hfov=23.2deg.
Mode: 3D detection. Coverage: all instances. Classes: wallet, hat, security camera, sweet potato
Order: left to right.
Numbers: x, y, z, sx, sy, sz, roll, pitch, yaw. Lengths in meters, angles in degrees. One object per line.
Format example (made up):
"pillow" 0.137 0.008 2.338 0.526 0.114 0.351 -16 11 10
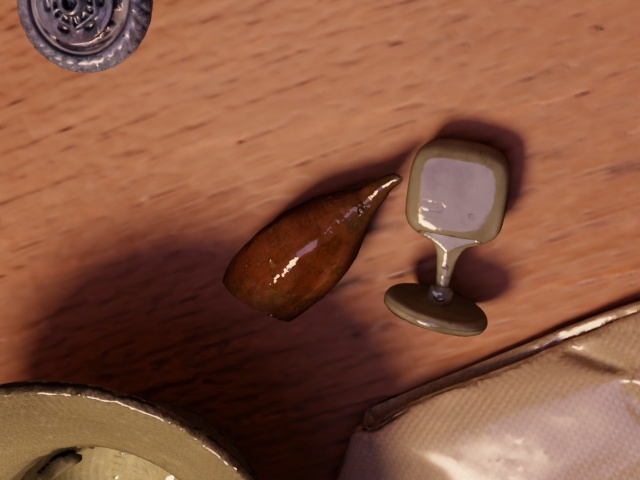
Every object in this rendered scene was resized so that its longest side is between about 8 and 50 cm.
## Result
"hat" -0.103 0.162 0.846 0.257 0.130 0.257 7 115 14
"sweet potato" 0.000 0.000 0.789 0.049 0.049 0.117 47 121 -6
"security camera" 0.067 -0.005 0.774 0.058 0.058 0.092 17 104 9
"wallet" 0.154 0.198 0.825 0.274 0.068 0.335 -14 102 18

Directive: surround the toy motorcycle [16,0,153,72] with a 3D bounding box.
"toy motorcycle" -0.140 -0.207 0.722 0.135 0.092 0.254 -36 90 18
